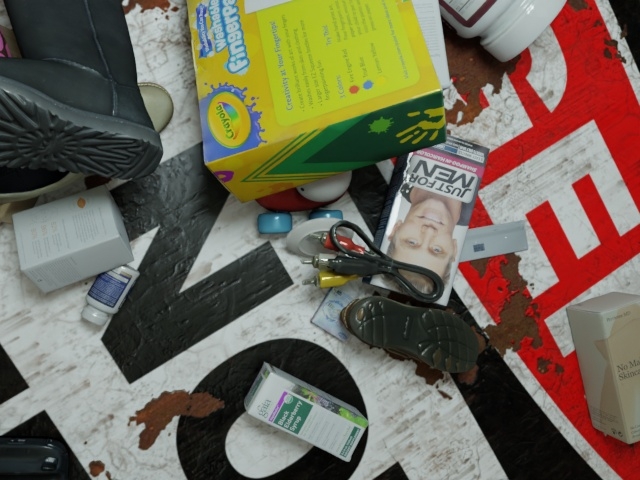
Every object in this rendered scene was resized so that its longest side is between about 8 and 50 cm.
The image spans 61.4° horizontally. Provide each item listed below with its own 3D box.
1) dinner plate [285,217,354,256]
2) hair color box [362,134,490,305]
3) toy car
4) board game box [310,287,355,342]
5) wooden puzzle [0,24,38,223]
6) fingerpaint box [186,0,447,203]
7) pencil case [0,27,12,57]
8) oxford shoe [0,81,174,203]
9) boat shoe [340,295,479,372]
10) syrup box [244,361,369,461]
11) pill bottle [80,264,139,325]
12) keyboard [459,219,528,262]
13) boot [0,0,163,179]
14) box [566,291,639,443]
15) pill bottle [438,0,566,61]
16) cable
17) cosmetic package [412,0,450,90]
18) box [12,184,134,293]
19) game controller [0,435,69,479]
[{"bbox_3d":[0.000,0.000,1.100,0.141,0.141,0.017,-1,55,-13],"label":"dinner plate"},{"bbox_3d":[0.223,-0.051,1.154,0.174,0.105,0.347,16,87,-5],"label":"hair color box"},{"bbox_3d":[-0.027,-0.127,1.035,0.210,0.238,0.219,-3,91,-13],"label":"toy car"},{"bbox_3d":[0.039,0.158,1.163,0.090,0.020,0.090,34,82,-11],"label":"board game box"},{"bbox_3d":[-0.642,-0.241,0.980,0.348,0.080,0.322,26,84,-17],"label":"wooden puzzle"},{"bbox_3d":[-0.023,-0.332,0.933,0.371,0.163,0.444,-16,66,9],"label":"fingerpaint box"},{"bbox_3d":[-0.579,-0.341,0.911,0.095,0.098,0.209,-13,99,27],"label":"pencil case"},{"bbox_3d":[-0.419,-0.169,0.958,0.397,0.146,0.140,-37,121,-25],"label":"oxford shoe"},{"bbox_3d":[0.188,0.191,1.150,0.324,0.120,0.122,23,78,-20],"label":"boat shoe"},{"bbox_3d":[-0.032,0.350,1.110,0.237,0.096,0.093,30,84,-12],"label":"syrup box"},{"bbox_3d":[-0.407,0.099,1.036,0.067,0.067,0.120,30,83,-11],"label":"pill bottle"},{"bbox_3d":[0.363,0.007,1.243,0.256,0.014,0.072,-10,98,-12],"label":"keyboard"},{"bbox_3d":[-0.451,-0.323,0.824,0.146,0.367,0.445,-32,65,28],"label":"boot"},{"bbox_3d":[0.704,0.290,1.265,0.148,0.121,0.311,-16,94,-12],"label":"box"},{"bbox_3d":[0.304,-0.573,1.118,0.392,0.224,0.224,37,82,-11],"label":"pill bottle"},{"bbox_3d":[0.108,0.042,1.068,0.287,0.072,0.139,10,90,-14],"label":"cable"},{"bbox_3d":[0.159,-0.380,1.121,0.152,0.151,0.183,-9,91,-12],"label":"cosmetic package"},{"bbox_3d":[-0.450,-0.004,0.987,0.171,0.091,0.130,-20,59,-12],"label":"box"},{"bbox_3d":[-0.639,0.444,0.997,0.319,0.067,0.166,6,103,-12],"label":"game controller"}]
